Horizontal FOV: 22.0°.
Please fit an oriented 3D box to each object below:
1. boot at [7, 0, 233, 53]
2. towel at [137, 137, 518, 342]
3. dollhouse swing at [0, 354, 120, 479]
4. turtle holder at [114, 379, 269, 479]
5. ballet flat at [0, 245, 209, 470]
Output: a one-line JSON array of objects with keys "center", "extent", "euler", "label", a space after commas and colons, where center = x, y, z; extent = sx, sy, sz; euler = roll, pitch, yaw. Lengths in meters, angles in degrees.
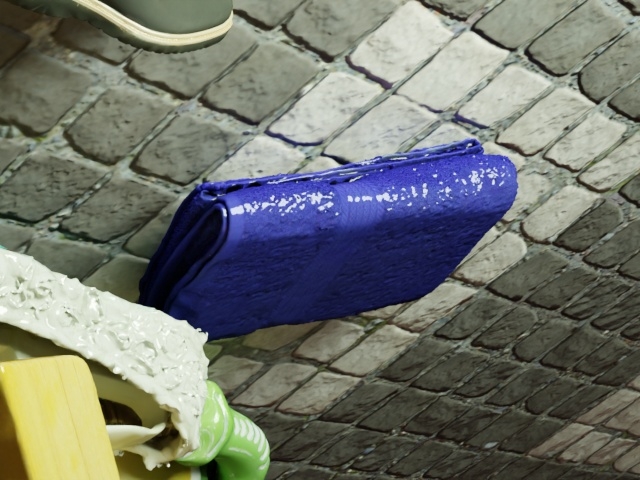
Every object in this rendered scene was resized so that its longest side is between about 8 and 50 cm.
[{"center": [-0.104, -0.194, 1.008], "extent": [0.198, 0.077, 0.137], "euler": [5, 134, -47], "label": "boot"}, {"center": [0.000, 0.000, 1.433], "extent": [0.308, 0.076, 0.228], "euler": [-8, 154, -32], "label": "towel"}, {"center": [-0.289, 0.158, 1.157], "extent": [0.346, 0.315, 0.305], "euler": [-6, -159, 16], "label": "dollhouse swing"}, {"center": [-0.188, 0.260, 1.505], "extent": [0.227, 0.243, 0.320], "euler": [24, 158, -38], "label": "turtle holder"}, {"center": [-0.233, 0.084, 1.226], "extent": [0.409, 0.147, 0.147], "euler": [21, 127, -42], "label": "ballet flat"}]
